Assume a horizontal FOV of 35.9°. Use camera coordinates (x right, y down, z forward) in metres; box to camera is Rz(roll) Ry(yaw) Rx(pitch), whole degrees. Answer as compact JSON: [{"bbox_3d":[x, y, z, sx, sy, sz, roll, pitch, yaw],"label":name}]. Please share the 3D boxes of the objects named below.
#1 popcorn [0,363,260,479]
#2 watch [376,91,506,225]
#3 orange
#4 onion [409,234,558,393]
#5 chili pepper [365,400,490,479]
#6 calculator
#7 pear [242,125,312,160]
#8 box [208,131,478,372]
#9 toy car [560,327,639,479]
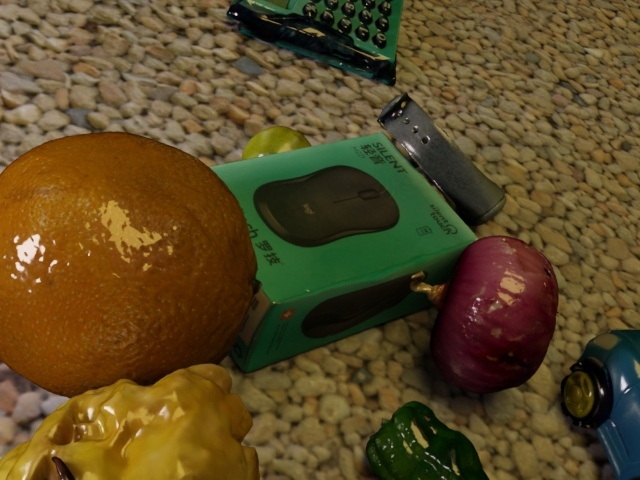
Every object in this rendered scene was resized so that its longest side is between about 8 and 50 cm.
[{"bbox_3d":[-0.169,0.205,0.778,0.190,0.191,0.253,36,47,27],"label":"popcorn"},{"bbox_3d":[0.154,-0.103,1.271,0.193,0.068,0.206,49,6,0],"label":"watch"},{"bbox_3d":[-0.184,0.024,0.902,0.264,0.264,0.264,14,43,-13],"label":"orange"},{"bbox_3d":[0.186,0.081,1.085,0.153,0.177,0.177,6,33,28],"label":"onion"},{"bbox_3d":[0.152,0.261,0.961,0.253,0.083,0.099,41,34,11],"label":"chili pepper"},{"bbox_3d":[0.008,-0.363,1.537,0.274,0.058,0.248,21,43,-8],"label":"calculator"},{"bbox_3d":[-0.051,-0.097,1.217,0.092,0.092,0.097,24,37,-2],"label":"pear"},{"bbox_3d":[0.000,0.000,1.119,0.311,0.118,0.205,-14,56,-36],"label":"box"},{"bbox_3d":[0.405,0.207,1.082,0.198,0.166,0.314,8,44,-24],"label":"toy car"}]
